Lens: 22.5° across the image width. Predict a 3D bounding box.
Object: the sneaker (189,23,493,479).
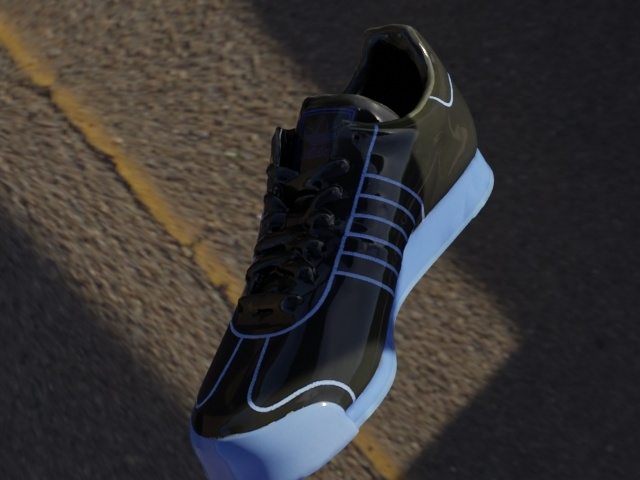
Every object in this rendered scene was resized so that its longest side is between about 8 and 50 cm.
[{"bbox_3d":[0.000,0.000,0.683,0.090,0.081,0.232,62,40,-29],"label":"sneaker"}]
